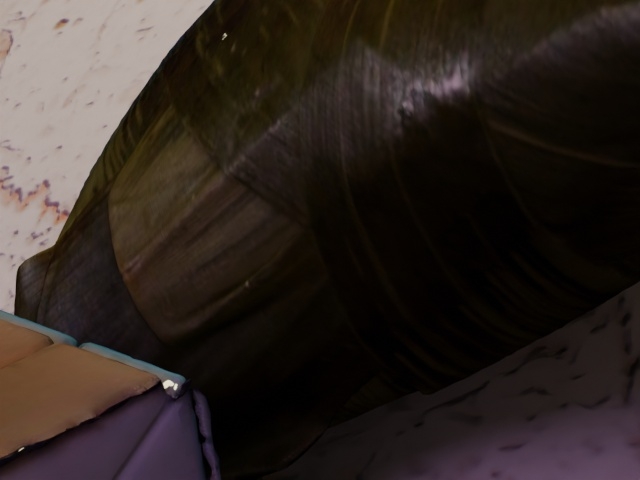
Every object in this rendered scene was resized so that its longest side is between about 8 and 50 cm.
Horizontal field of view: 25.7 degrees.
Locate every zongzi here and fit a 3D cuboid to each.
[{"bbox_3d":[0.000,0.000,0.545,0.403,0.208,0.432,-38,7,16],"label":"zongzi"}]

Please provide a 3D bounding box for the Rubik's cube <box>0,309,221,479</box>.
[{"bbox_3d":[-0.184,0.170,0.581,0.225,0.231,0.221,13,29,44],"label":"Rubik's cube"}]
